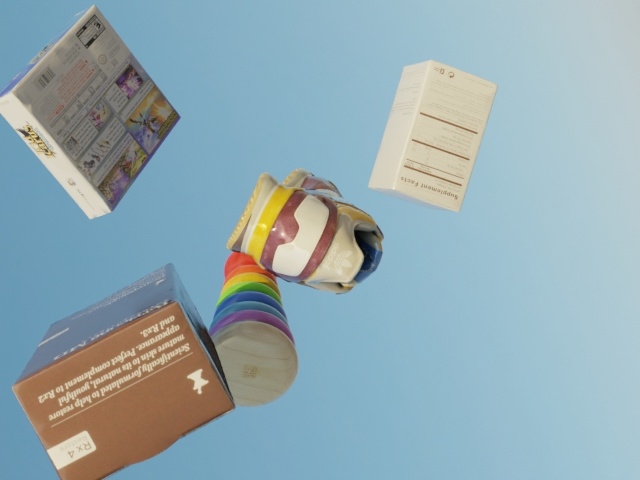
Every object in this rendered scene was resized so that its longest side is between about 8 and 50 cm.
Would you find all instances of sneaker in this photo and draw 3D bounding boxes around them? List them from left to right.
[{"bbox_3d":[0.000,0.000,0.664,0.084,0.069,0.185,29,-170,6],"label":"sneaker"}]

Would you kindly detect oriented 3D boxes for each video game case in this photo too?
[{"bbox_3d":[-0.372,-0.212,1.685,0.244,0.061,0.269,53,-140,-25],"label":"video game case"}]

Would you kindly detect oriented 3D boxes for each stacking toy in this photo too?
[{"bbox_3d":[-0.104,0.109,1.599,0.141,0.141,0.330,56,-166,-24],"label":"stacking toy"}]

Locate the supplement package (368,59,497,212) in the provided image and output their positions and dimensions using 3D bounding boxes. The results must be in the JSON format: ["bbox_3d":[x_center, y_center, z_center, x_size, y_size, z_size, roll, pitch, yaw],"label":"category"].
[{"bbox_3d":[0.150,-0.138,1.393,0.105,0.105,0.179,17,-90,-17],"label":"supplement package"}]

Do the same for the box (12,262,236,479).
[{"bbox_3d":[-0.225,0.144,1.211,0.143,0.191,0.381,64,173,-10],"label":"box"}]
